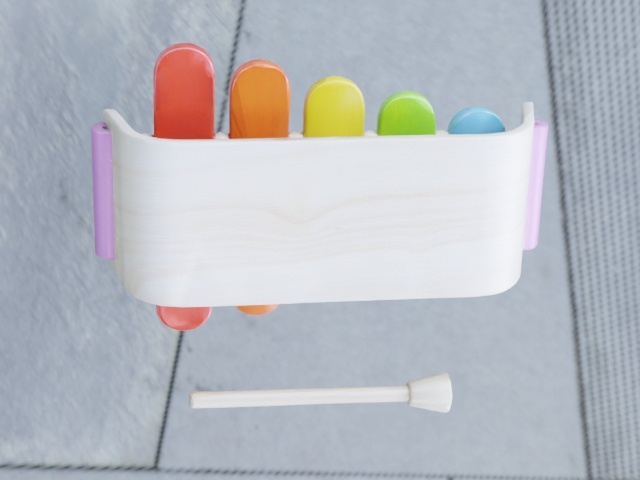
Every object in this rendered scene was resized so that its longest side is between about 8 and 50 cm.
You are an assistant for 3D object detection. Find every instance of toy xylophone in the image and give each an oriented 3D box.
[{"bbox_3d":[0.000,0.000,0.911,0.322,0.081,0.236,6,112,-11],"label":"toy xylophone"}]
